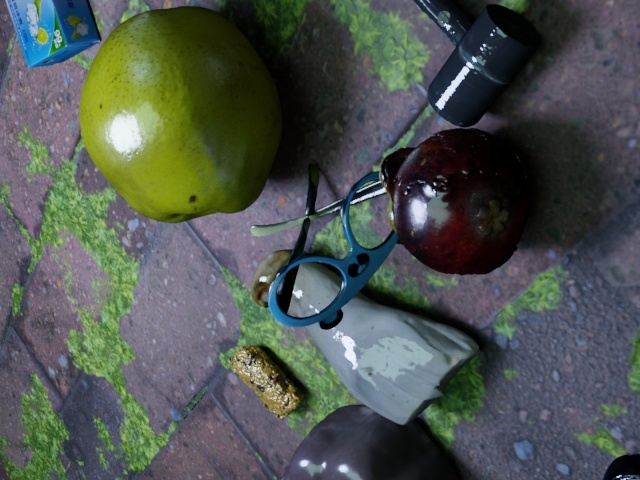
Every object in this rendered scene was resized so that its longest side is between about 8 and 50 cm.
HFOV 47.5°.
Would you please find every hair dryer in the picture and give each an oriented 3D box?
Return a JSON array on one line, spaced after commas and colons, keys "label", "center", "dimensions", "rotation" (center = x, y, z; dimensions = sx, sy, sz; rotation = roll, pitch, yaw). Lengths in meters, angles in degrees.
[{"label": "hair dryer", "center": [0.135, -0.244, 0.820], "dimensions": [0.219, 0.071, 0.124], "rotation": [55, 133, 18]}]

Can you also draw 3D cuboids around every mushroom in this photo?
[{"label": "mushroom", "center": [0.049, 0.117, 1.016], "dimensions": [0.328, 0.122, 0.159], "rotation": [36, 92, 23]}]

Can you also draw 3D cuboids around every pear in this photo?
[{"label": "pear", "center": [-0.188, -0.171, 0.982], "dimensions": [0.294, 0.294, 0.294], "rotation": [16, 117, 35]}]

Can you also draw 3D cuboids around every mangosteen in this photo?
[{"label": "mangosteen", "center": [0.146, -0.046, 0.832], "dimensions": [0.180, 0.166, 0.166], "rotation": [12, 116, 59]}]

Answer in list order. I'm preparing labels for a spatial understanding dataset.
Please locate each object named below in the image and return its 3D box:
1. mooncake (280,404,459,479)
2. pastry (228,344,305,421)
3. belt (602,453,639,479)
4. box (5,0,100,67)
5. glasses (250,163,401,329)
[{"label": "mooncake", "center": [0.076, 0.402, 1.071], "dimensions": [0.306, 0.154, 0.306], "rotation": [15, 117, 32]}, {"label": "pastry", "center": [-0.090, 0.230, 1.206], "dimensions": [0.140, 0.056, 0.080], "rotation": [46, 138, 8]}, {"label": "belt", "center": [0.376, 0.317, 0.844], "dimensions": [0.105, 0.058, 0.140], "rotation": [10, 110, 31]}, {"label": "box", "center": [-0.474, -0.413, 1.255], "dimensions": [0.139, 0.073, 0.194], "rotation": [-9, 101, 42]}, {"label": "glasses", "center": [-0.014, -0.015, 0.964], "dimensions": [0.207, 0.102, 0.239], "rotation": [35, 84, 31]}]
